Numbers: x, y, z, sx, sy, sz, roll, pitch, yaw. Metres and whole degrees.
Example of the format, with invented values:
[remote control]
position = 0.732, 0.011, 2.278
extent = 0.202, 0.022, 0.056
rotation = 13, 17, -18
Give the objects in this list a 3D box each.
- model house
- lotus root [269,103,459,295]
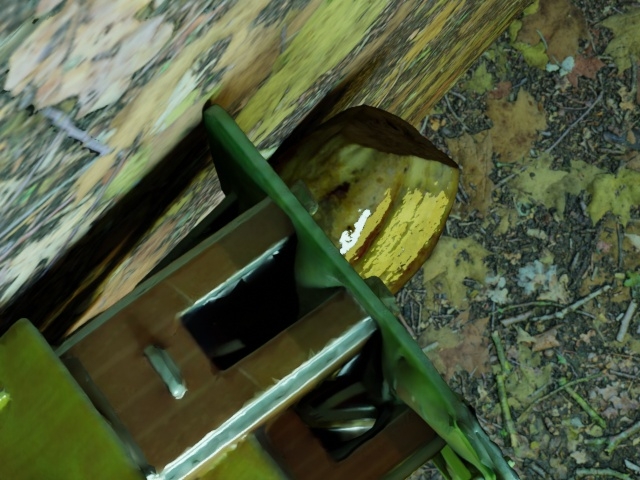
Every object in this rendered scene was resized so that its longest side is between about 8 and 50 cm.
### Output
[model house]
position = -0.093, 0.152, 0.836
extent = 0.323, 0.300, 0.340
rotation = -36, 170, -10
[lotus root]
position = -0.006, -0.007, 1.213
extent = 0.291, 0.193, 0.193
rotation = -50, 176, 20
